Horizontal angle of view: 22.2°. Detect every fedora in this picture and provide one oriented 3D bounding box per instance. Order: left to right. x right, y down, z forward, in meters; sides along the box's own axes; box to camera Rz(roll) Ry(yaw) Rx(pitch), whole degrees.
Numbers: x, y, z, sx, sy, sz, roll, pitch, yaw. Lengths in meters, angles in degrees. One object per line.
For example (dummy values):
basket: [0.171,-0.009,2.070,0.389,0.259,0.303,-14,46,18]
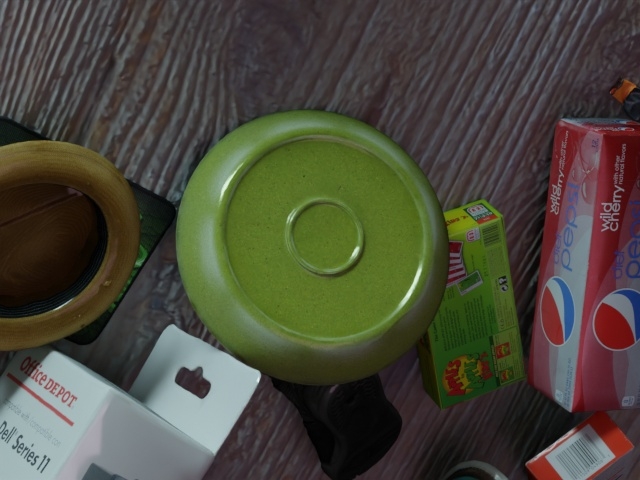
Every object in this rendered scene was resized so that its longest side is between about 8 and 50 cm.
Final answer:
fedora: [-0.245,-0.004,1.315,0.194,0.079,0.194,-11,116,-24]

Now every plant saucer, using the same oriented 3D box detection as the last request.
plant saucer: [0.000,0.000,1.369,0.241,0.037,0.241,3,76,-14]

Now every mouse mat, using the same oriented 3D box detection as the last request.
mouse mat: [-0.233,-0.005,1.370,0.190,0.007,0.152,28,101,-31]

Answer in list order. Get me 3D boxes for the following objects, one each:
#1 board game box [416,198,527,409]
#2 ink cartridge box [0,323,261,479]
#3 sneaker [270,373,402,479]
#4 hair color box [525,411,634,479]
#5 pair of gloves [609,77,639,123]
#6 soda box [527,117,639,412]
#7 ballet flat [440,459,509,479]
board game box: [0.133,0.061,1.526,0.092,0.043,0.181,-19,119,-13]
ink cartridge box: [-0.220,0.207,1.320,0.119,0.207,0.353,37,81,-29]
sneaker: [0.003,0.135,1.494,0.087,0.130,0.227,-36,149,-9]
hair color box: [0.252,0.222,1.590,0.093,0.053,0.167,-37,161,-3]
pair of gloves: [0.317,-0.147,1.524,0.074,0.010,0.083,31,100,-31]
soda box: [0.259,0.022,1.507,0.083,0.092,0.263,-1,103,-21]
ballet flat: [0.163,0.375,1.651,0.139,0.139,0.400,-4,119,-20]
